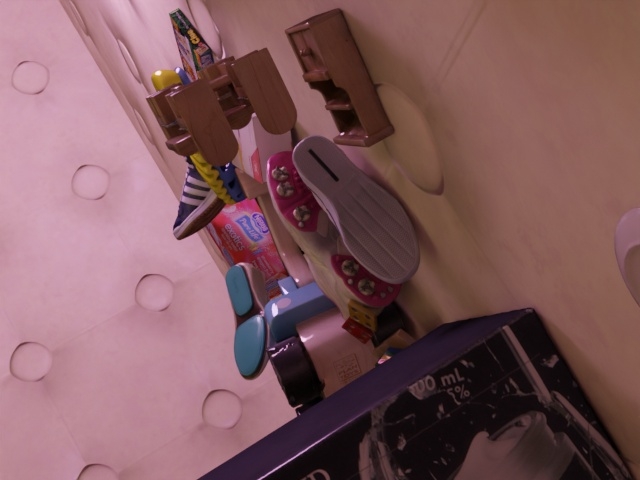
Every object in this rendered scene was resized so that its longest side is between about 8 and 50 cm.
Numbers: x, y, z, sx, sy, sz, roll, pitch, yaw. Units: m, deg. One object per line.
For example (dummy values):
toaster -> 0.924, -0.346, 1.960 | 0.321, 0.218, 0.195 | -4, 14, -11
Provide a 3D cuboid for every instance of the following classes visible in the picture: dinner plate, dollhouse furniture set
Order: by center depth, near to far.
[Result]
dinner plate -> 0.277, 0.039, 0.671 | 0.141, 0.017, 0.141 | 55, 167, 19
dollhouse furniture set -> -0.062, -0.148, 1.029 | 0.161, 0.242, 0.212 | 64, 166, -16

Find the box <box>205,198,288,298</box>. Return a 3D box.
box -> -0.163, 0.004, 1.961 | 0.257, 0.122, 0.128 | 55, 166, 21

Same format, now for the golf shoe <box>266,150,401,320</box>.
golf shoe -> 0.000, 0.000, 1.340 | 0.306, 0.115, 0.140 | 57, 152, 20

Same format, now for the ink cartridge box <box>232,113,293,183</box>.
ink cartridge box -> -0.114, -0.178, 1.478 | 0.198, 0.067, 0.115 | -145, 44, -62

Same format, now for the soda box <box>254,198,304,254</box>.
soda box -> -0.076, -0.046, 1.692 | 0.169, 0.053, 0.060 | 61, 167, -3

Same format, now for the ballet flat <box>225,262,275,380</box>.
ballet flat -> -0.117, 0.151, 1.584 | 0.086, 0.086, 0.249 | 81, 179, -55

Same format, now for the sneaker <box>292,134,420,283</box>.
sneaker -> 0.059, -0.042, 1.183 | 0.258, 0.094, 0.091 | 56, -173, 27

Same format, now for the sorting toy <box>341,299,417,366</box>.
sorting toy -> 0.132, 0.196, 1.269 | 0.274, 0.046, 0.132 | 38, 156, 1

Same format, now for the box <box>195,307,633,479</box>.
box -> 0.122, 0.402, 0.990 | 0.472, 0.479, 0.297 | 59, 165, 3

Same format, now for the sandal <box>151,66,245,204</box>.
sandal -> -0.194, -0.204, 1.625 | 0.126, 0.138, 0.317 | 46, 163, 47

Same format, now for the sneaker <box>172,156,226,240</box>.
sneaker -> -0.266, -0.134, 1.838 | 0.153, 0.099, 0.282 | 48, 125, 7

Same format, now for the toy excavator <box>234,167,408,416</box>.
toy excavator -> -0.020, 0.104, 1.534 | 0.445, 0.222, 0.433 | -125, 13, -59

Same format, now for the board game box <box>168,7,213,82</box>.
board game box -> -0.248, -0.340, 1.768 | 0.136, 0.030, 0.260 | 51, 164, 26
